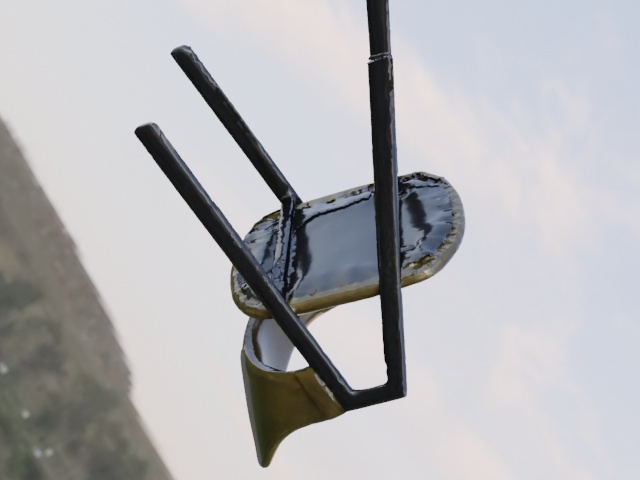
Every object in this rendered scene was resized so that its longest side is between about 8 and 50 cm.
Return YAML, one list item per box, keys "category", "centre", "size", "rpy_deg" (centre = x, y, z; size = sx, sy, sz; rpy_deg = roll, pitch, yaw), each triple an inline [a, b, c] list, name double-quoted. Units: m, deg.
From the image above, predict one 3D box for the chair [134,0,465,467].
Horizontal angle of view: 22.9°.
- category: "chair"
  centre: [0.000, 0.000, 0.938]
  size: [0.159, 0.172, 0.247]
  rpy_deg: [-86, 156, -66]
